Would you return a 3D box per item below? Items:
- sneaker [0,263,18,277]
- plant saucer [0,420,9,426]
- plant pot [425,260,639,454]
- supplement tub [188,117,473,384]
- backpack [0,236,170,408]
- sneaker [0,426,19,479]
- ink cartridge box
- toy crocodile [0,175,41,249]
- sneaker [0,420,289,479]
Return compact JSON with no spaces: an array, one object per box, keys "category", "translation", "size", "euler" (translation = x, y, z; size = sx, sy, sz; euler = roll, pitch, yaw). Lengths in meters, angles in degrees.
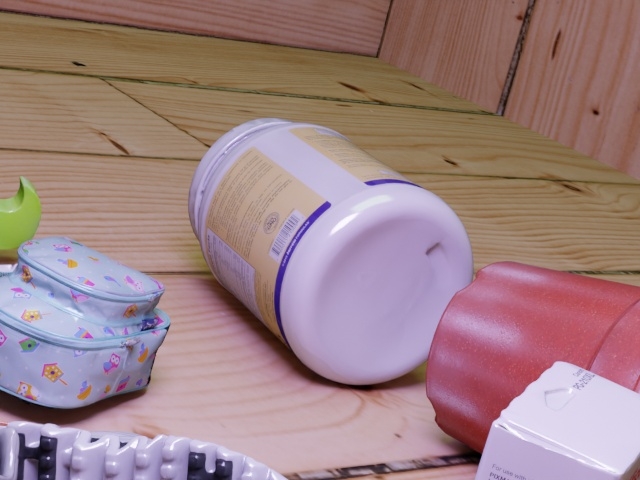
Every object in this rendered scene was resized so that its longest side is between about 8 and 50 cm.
[{"category":"sneaker","translation":[-0.351,0.061,1.512],"size":[0.167,0.065,0.076],"euler":[10,33,-3]},{"category":"plant saucer","translation":[-0.280,0.183,1.229],"size":[0.084,0.013,0.083],"euler":[13,17,-4]},{"category":"plant pot","translation":[0.268,0.149,1.419],"size":[0.272,0.272,0.265],"euler":[-3,16,-45]},{"category":"supplement tub","translation":[0.000,0.000,1.663],"size":[0.241,0.241,0.331],"euler":[4,20,-31]},{"category":"backpack","translation":[-0.251,0.082,1.363],"size":[0.166,0.144,0.188],"euler":[26,23,19]},{"category":"sneaker","translation":[-0.277,0.207,0.968],"size":[0.099,0.121,0.262],"euler":[14,17,1]},{"category":"ink cartridge box","translation":[0.167,0.231,1.057],"size":[0.100,0.237,0.172],"euler":[21,18,20]},{"category":"toy crocodile","translation":[-0.496,-0.045,1.624],"size":[0.341,0.105,0.115],"euler":[11,17,-9]},{"category":"sneaker","translation":[-0.128,0.200,1.128],"size":[0.292,0.110,0.118],"euler":[11,1,17]}]
